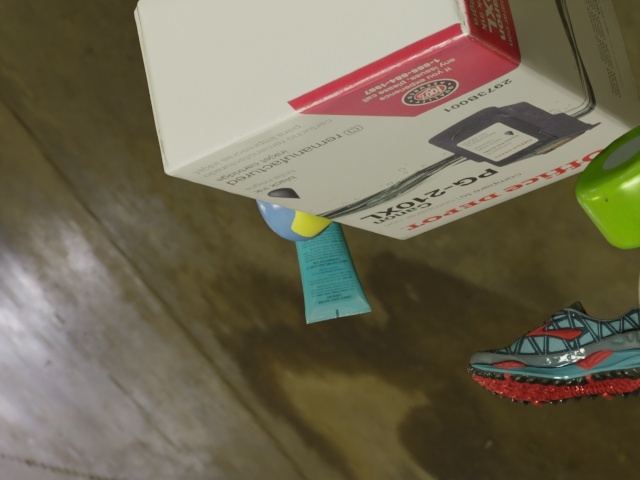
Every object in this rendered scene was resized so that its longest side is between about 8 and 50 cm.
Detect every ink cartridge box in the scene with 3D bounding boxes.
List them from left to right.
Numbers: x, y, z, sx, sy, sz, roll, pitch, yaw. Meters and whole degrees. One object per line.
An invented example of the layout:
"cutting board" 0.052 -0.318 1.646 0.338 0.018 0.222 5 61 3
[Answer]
"ink cartridge box" 0.048 -0.086 0.694 0.172 0.237 0.100 -22 71 29

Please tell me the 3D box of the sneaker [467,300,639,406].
"sneaker" 0.324 0.146 1.731 0.262 0.125 0.104 -5 147 24

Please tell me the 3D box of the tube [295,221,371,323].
"tube" 0.000 0.000 1.626 0.052 0.080 0.207 83 174 -67

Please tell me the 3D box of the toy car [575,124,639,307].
"toy car" 0.216 -0.025 0.531 0.149 0.188 0.155 -30 104 41

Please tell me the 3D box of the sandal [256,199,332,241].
"sandal" -0.066 -0.119 1.231 0.126 0.138 0.317 31 -149 -46
